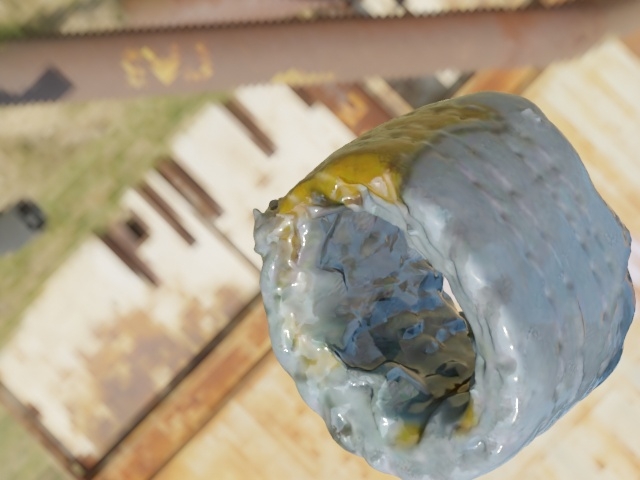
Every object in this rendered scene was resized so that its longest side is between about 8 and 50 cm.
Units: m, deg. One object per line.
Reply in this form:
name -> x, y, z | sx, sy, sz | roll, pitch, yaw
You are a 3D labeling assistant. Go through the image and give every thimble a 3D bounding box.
thimble -> 0.056, 0.019, 0.845 | 0.127, 0.151, 0.118 | -23, -176, 41
